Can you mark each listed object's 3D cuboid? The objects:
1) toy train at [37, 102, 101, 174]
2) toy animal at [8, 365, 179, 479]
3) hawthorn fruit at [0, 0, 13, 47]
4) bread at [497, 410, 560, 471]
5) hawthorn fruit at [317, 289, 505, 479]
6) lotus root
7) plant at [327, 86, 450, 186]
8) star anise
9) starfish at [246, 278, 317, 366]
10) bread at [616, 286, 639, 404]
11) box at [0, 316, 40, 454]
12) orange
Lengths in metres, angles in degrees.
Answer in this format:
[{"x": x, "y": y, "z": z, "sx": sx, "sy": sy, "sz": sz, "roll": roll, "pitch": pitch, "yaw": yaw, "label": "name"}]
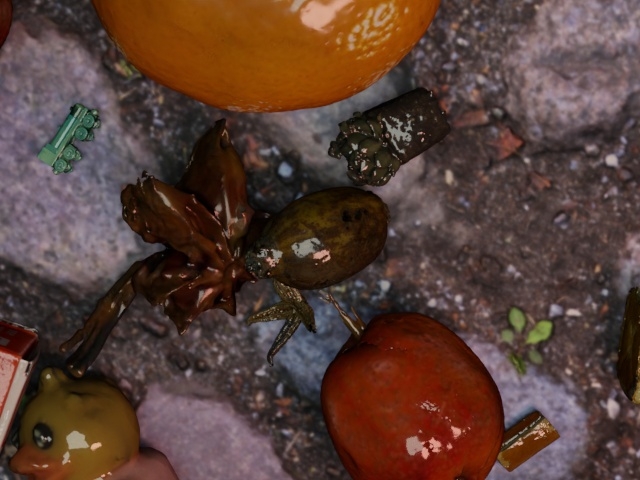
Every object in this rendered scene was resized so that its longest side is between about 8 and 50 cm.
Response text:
[{"x": -0.299, "y": -0.122, "z": 1.884, "sx": 0.045, "sy": 0.029, "sz": 0.092, "roll": 33, "pitch": 93, "yaw": 10, "label": "toy train"}, {"x": -0.265, "y": 0.278, "z": 1.881, "sx": 0.169, "sy": 0.195, "sz": 0.281, "roll": -41, "pitch": 104, "yaw": -35, "label": "toy animal"}, {"x": -0.497, "y": -0.283, "z": 1.748, "sx": 0.254, "sy": 0.254, "sz": 0.300, "roll": -39, "pitch": 95, "yaw": 4, "label": "hawthorn fruit"}, {"x": 0.252, "y": 0.249, "z": 1.948, "sx": 0.083, "sy": 0.036, "sz": 0.047, "roll": -37, "pitch": 101, "yaw": 6, "label": "bread"}, {"x": 0.091, "y": 0.177, "z": 1.857, "sx": 0.211, "sy": 0.211, "sz": 0.299, "roll": -36, "pitch": 87, "yaw": 4, "label": "hawthorn fruit"}, {"x": 0.000, "y": 0.000, "z": 1.843, "sx": 0.209, "sy": 0.120, "sz": 0.120, "roll": -23, "pitch": 100, "yaw": -34, "label": "lotus root"}, {"x": 0.079, "y": -0.123, "z": 1.863, "sx": 0.143, "sy": 0.092, "sz": 0.094, "roll": -33, "pitch": 105, "yaw": -5, "label": "plant"}, {"x": -0.182, "y": 0.023, "z": 1.845, "sx": 0.346, "sy": 0.148, "sz": 0.237, "roll": -53, "pitch": 139, "yaw": 5, "label": "star anise"}, {"x": -0.032, "y": 0.089, "z": 1.887, "sx": 0.041, "sy": 0.130, "sz": 0.133, "roll": 2, "pitch": 106, "yaw": -40, "label": "starfish"}, {"x": 0.401, "y": 0.130, "z": 1.888, "sx": 0.069, "sy": 0.128, "sz": 0.140, "roll": 5, "pitch": 98, "yaw": 2, "label": "bread"}, {"x": -0.405, "y": 0.191, "z": 1.873, "sx": 0.099, "sy": 0.133, "sz": 0.182, "roll": 19, "pitch": 96, "yaw": -6, "label": "box"}, {"x": -0.061, "y": -0.341, "z": 1.707, "sx": 0.423, "sy": 0.326, "sz": 0.424, "roll": 0, "pitch": 97, "yaw": 0, "label": "orange"}]
